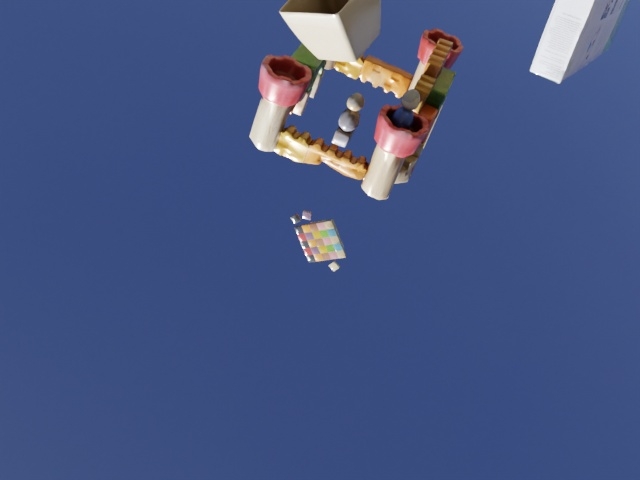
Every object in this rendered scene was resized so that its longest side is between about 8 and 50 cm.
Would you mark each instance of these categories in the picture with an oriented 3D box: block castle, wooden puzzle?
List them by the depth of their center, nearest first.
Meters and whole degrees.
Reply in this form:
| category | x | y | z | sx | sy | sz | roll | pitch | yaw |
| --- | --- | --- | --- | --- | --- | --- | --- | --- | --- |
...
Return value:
| category | x | y | z | sx | sy | sz | roll | pitch | yaw |
| --- | --- | --- | --- | --- | --- | --- | --- | --- | --- |
| wooden puzzle | 0.000 | 0.000 | 0.976 | 0.083 | 0.049 | 0.006 | 68 | -151 | -24 |
| block castle | 0.084 | -0.300 | 1.547 | 0.303 | 0.213 | 0.453 | 24 | -143 | 3 |

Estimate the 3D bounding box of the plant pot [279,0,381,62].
| category | x | y | z | sx | sy | sz | roll | pitch | yaw |
| --- | --- | --- | --- | --- | --- | --- | --- | --- | --- |
| plant pot | 0.027 | -0.317 | 1.215 | 0.109 | 0.096 | 0.109 | 14 | -125 | 38 |

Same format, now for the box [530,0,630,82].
| category | x | y | z | sx | sy | sz | roll | pitch | yaw |
| --- | --- | --- | --- | --- | --- | --- | --- | --- | --- |
| box | 0.433 | -0.386 | 1.306 | 0.058 | 0.232 | 0.322 | 29 | -148 | 20 |
